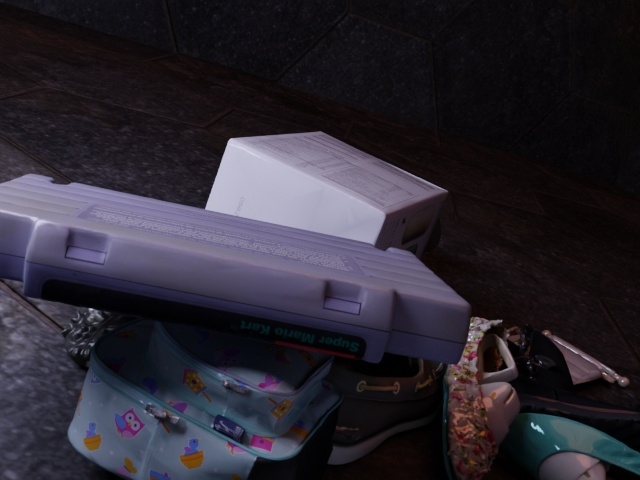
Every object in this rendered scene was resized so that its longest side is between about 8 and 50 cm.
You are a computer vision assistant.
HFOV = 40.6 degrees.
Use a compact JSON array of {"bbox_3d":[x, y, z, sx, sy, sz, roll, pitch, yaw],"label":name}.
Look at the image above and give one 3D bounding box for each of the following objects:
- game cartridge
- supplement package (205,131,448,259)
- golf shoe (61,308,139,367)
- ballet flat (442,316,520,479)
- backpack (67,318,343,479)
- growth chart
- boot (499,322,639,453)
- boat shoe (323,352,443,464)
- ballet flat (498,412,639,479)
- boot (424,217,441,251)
[{"bbox_3d":[-0.080,0.018,0.672,0.354,0.068,0.230,12,12,-7],"label":"game cartridge"},{"bbox_3d":[0.000,0.000,1.040,0.198,0.199,0.262,26,17,16],"label":"supplement package"},{"bbox_3d":[-0.101,0.094,0.823,0.272,0.120,0.105,-10,34,-18],"label":"golf shoe"},{"bbox_3d":[0.164,0.150,0.888,0.077,0.091,0.241,-15,28,16],"label":"ballet flat"},{"bbox_3d":[-0.088,0.122,0.663,0.188,0.145,0.166,15,15,15],"label":"backpack"},{"bbox_3d":[0.312,0.163,1.218,0.237,0.021,0.172,3,24,-45],"label":"growth chart"},{"bbox_3d":[0.298,0.185,1.002,0.246,0.094,0.207,14,21,-2],"label":"boot"},{"bbox_3d":[0.067,0.135,0.887,0.109,0.091,0.305,28,18,23],"label":"boat shoe"},{"bbox_3d":[0.289,0.244,0.847,0.247,0.083,0.087,21,31,5],"label":"ballet flat"},{"bbox_3d":[0.043,-0.011,1.363,0.305,0.112,0.115,2,-5,-38],"label":"boot"}]
